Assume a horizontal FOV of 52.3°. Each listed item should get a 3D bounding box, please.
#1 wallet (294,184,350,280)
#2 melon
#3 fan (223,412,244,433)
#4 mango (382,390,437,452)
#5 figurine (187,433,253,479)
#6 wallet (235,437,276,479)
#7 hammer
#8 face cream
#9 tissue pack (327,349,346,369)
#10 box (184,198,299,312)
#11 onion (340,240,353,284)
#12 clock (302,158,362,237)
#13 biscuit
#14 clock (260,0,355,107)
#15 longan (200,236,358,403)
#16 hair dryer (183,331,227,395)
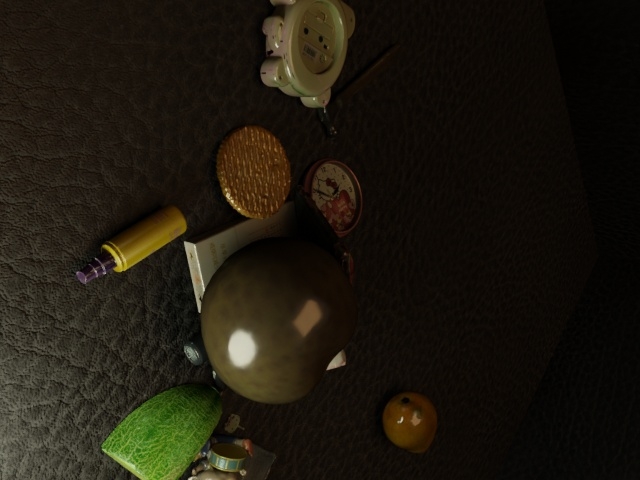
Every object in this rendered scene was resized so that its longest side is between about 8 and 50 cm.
[{"bbox_3d":[-0.001,0.000,1.774,0.044,0.317,0.169,-17,134,-18],"label":"wallet"},{"bbox_3d":[-0.358,0.460,1.619,0.323,0.196,0.124,-45,164,-43],"label":"melon"},{"bbox_3d":[-0.241,0.523,1.846,0.083,0.004,0.056,46,64,-44],"label":"fan"},{"bbox_3d":[0.342,0.680,2.420,0.211,0.173,0.317,-58,141,-22],"label":"mango"},{"bbox_3d":[-0.273,0.648,1.716,0.161,0.158,0.275,8,97,-21],"label":"figurine"},{"bbox_3d":[-0.226,0.695,1.878,0.167,0.036,0.222,43,64,-43],"label":"wallet"},{"bbox_3d":[0.132,-0.499,2.035,0.440,0.044,0.168,-45,130,-34],"label":"hammer"},{"bbox_3d":[-0.428,0.013,1.474,0.273,0.078,0.078,-39,125,-38],"label":"face cream"},{"bbox_3d":[-0.054,0.248,1.860,0.124,0.202,0.271,-98,174,-63],"label":"tissue pack"},{"bbox_3d":[-0.195,0.036,1.764,0.365,0.051,0.204,-27,117,-43],"label":"box"},{"bbox_3d":[0.032,0.133,1.976,0.227,0.120,0.283,-34,130,-55],"label":"onion"},{"bbox_3d":[0.035,-0.127,1.969,0.244,0.056,0.244,8,79,-44],"label":"clock"},{"bbox_3d":[-0.175,-0.182,1.727,0.254,0.035,0.253,6,82,-45],"label":"biscuit"},{"bbox_3d":[-0.039,-0.541,1.785,0.284,0.114,0.309,17,87,-50],"label":"clock"},{"bbox_3d":[-0.106,0.183,1.579,0.336,0.405,0.404,101,11,-76],"label":"longan"},{"bbox_3d":[-0.283,0.329,1.724,0.124,0.072,0.219,-32,129,-38],"label":"hair dryer"}]
